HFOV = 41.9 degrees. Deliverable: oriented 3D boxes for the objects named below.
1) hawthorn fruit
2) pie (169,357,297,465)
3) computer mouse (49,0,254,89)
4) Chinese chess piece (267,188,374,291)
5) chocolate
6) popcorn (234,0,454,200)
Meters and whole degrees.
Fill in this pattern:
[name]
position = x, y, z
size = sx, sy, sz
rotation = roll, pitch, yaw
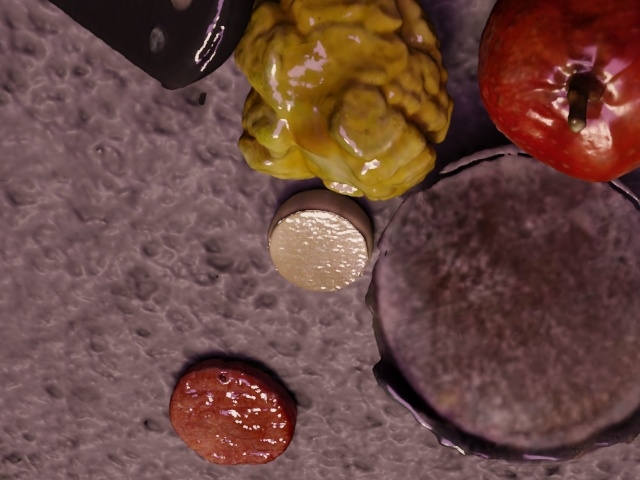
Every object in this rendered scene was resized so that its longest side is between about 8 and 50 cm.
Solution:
[hawthorn fruit]
position = 0.228, -0.143, 0.687
size = 0.205, 0.253, 0.205
rotation = 7, 114, 15
[pie]
position = -0.120, 0.238, 1.134
size = 0.182, 0.050, 0.182
rotation = 5, 122, 8
[computer mouse]
position = -0.140, -0.245, 0.735
size = 0.269, 0.100, 0.170
rotation = 38, 117, 31
[Chinese chess piece]
position = 0.000, 0.000, 0.952
size = 0.122, 0.051, 0.122
rotation = 4, 125, 6
[chocolate]
position = 0.187, 0.073, 0.858
size = 0.303, 0.213, 0.303
rotation = 0, 79, 0
[popcorn]
position = 0.015, -0.146, 0.785
size = 0.226, 0.200, 0.203
rotation = 32, 164, -16
